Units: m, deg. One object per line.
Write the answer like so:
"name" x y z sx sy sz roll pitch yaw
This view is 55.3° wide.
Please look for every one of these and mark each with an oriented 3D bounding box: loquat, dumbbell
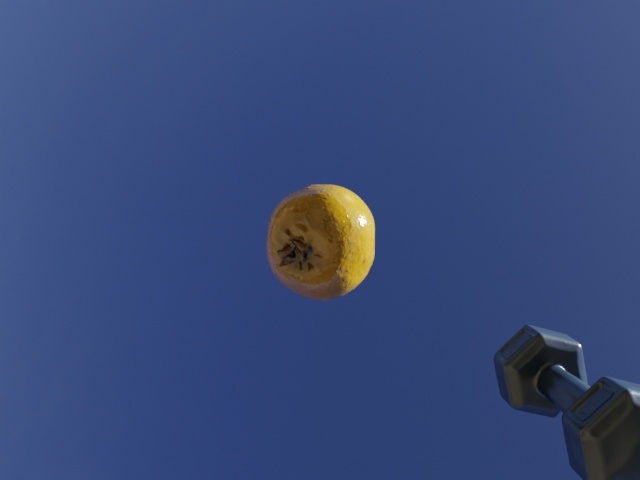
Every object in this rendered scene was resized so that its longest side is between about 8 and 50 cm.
"loquat" 0.000 0.000 1.094 0.208 0.208 0.208 -10 -108 30
"dumbbell" 0.388 0.241 0.923 0.143 0.316 0.157 -15 -79 -4
